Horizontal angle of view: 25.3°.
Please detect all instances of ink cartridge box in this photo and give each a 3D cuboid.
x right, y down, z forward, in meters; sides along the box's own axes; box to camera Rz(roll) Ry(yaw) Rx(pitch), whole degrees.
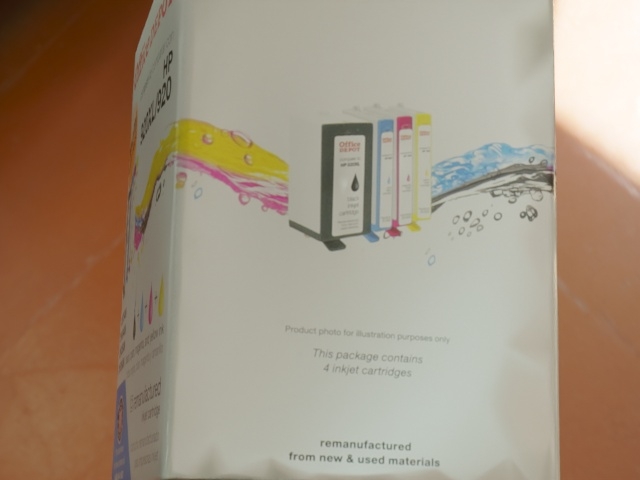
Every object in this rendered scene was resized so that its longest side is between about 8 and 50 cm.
[{"bbox_3d":[0.000,0.000,0.657,0.171,0.168,0.233,141,132,-71],"label":"ink cartridge box"}]
